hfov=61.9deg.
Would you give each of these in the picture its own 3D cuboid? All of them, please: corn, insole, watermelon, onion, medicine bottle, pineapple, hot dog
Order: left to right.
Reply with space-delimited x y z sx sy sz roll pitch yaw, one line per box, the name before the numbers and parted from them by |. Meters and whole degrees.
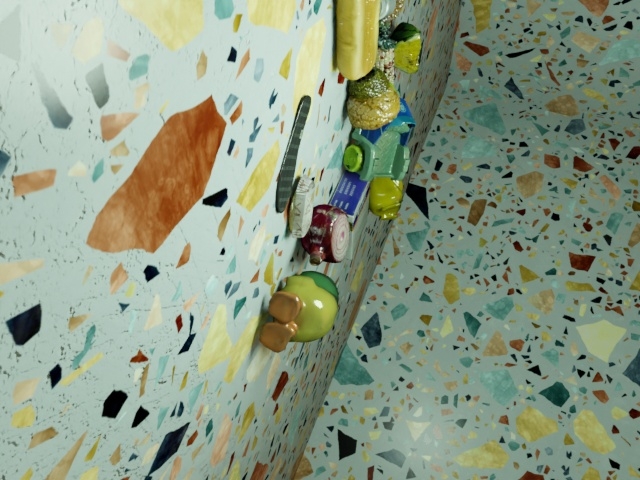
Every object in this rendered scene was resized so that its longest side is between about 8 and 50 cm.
insole | -0.070 -0.216 1.362 0.110 0.012 0.309 -22 130 -71
hot dog | -0.053 -0.096 1.501 0.099 0.053 0.192 -55 156 -52
onion | 0.000 0.000 1.653 0.195 0.140 0.218 88 24 -46
medicine bottle | 0.164 -0.677 1.532 0.130 0.080 0.080 -51 155 -54
corn | 0.213 -0.568 1.847 0.280 0.092 0.092 86 26 -54
pineapple | 0.212 -0.698 1.651 0.083 0.103 0.221 -20 126 -74
watermelon | 0.315 -0.714 1.976 0.301 0.129 0.123 41 70 -81

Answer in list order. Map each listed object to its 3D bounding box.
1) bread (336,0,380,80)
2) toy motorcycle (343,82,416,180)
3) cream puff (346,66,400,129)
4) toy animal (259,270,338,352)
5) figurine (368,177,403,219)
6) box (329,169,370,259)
bread | 0.092 -0.562 1.373 0.142 0.091 0.305 -42 153 -26
toy motorcycle | 0.225 -0.361 1.818 0.191 0.200 0.326 -6 120 -34
cream puff | 0.149 -0.458 1.657 0.183 0.183 0.169 -62 140 -35
toy animal | -0.041 0.211 1.645 0.338 0.191 0.216 -32 138 -70
figurine | 0.247 -0.244 2.149 0.218 0.169 0.326 91 2 -69
box | 0.106 -0.091 2.011 0.299 0.106 0.200 89 22 -57
